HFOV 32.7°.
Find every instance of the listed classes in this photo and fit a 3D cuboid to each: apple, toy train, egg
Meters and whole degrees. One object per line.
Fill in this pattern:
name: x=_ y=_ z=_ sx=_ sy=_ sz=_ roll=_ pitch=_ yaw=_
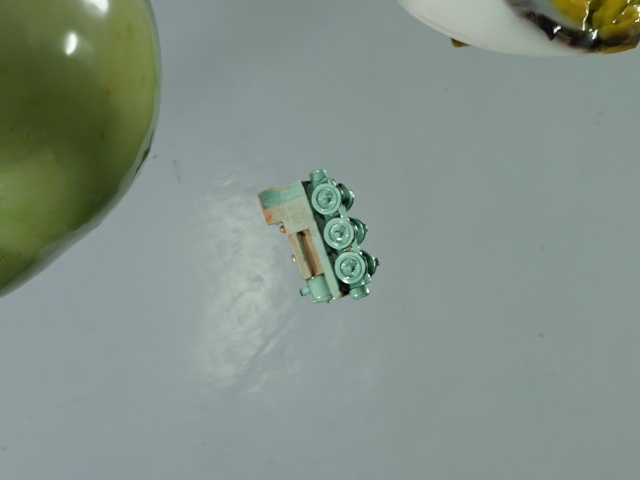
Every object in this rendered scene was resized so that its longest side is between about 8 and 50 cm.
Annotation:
apple: x=-0.281 y=-0.127 z=0.669 sx=0.357 sy=0.357 sz=0.357 roll=2 pitch=86 yaw=-31
toy train: x=0.000 y=0.000 z=1.407 sx=0.175 sy=0.118 sz=0.074 roll=72 pitch=18 yaw=1
egg: x=0.156 y=-0.267 z=0.892 sx=0.286 sy=0.174 sz=0.264 roll=-12 pitch=90 yaw=-33

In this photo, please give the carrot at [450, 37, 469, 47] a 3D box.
carrot: x=0.202 y=-0.207 z=1.030 sx=0.042 sy=0.171 sz=0.042 roll=-7 pitch=90 yaw=-70
